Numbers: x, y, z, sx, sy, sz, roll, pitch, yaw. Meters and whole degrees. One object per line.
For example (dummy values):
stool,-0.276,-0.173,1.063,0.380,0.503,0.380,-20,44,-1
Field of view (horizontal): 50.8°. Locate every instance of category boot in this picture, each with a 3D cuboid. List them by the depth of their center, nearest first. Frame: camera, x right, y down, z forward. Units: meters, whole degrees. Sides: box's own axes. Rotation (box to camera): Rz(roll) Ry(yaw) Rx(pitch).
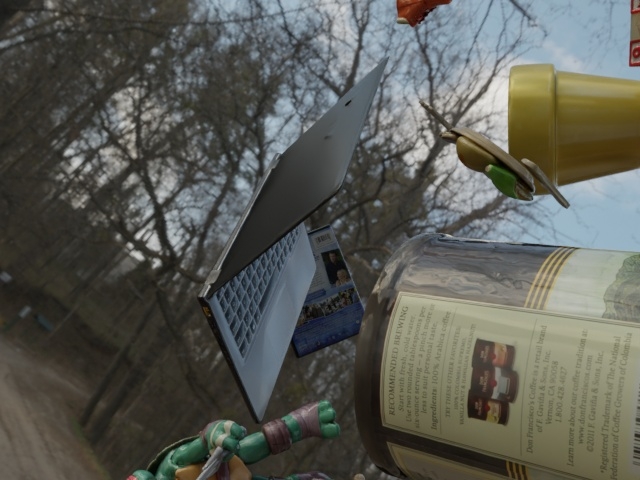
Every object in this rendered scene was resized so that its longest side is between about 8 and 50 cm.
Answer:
boot,0.222,-0.497,1.436,0.059,0.085,0.158,1,12,-37

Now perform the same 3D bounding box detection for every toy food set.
toy food set,0.194,-0.090,0.796,0.132,0.039,0.192,31,10,-44

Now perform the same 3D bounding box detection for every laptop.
laptop,0.000,0.000,1.018,0.236,0.382,0.408,-3,-54,19

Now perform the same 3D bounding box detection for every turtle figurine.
turtle figurine,-0.093,0.224,0.618,0.118,0.234,0.175,35,-56,49

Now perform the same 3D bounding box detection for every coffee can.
coffee can,0.192,0.104,0.478,0.275,0.202,0.202,5,-38,37

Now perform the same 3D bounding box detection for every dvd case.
dvd case,-0.016,0.111,1.494,0.022,0.180,0.253,111,-43,-81

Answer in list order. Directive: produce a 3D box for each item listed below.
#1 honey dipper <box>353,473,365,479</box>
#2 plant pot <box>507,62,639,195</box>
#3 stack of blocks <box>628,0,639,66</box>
honey dipper,0.064,0.392,0.992,0.030,0.030,0.161,42,5,-9
plant pot,0.486,-0.214,1.289,0.238,0.254,0.254,-1,-37,18
stack of blocks,0.658,-0.375,1.114,0.087,0.297,0.171,-163,-109,-68
